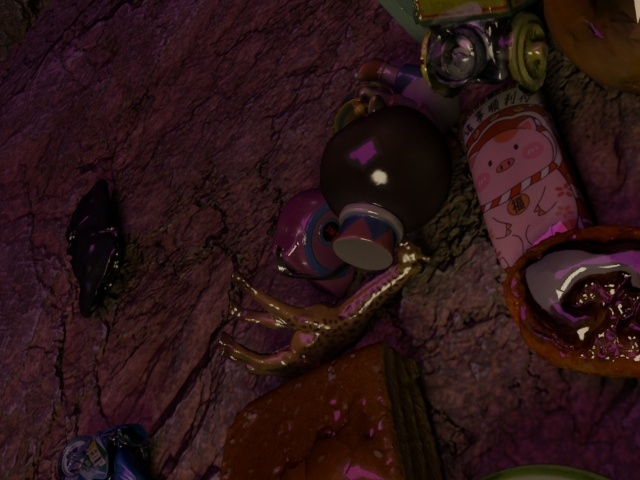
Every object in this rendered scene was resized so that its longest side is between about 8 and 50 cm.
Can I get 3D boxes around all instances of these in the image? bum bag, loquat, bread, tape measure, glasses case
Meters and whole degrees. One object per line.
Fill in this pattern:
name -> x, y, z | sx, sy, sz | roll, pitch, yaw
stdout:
bum bag -> -0.395, 0.001, 1.601 | 0.137, 0.074, 0.310 | -54, 35, 18
loquat -> 0.326, -0.246, 0.864 | 0.235, 0.235, 0.235 | -28, 45, 32
bread -> 0.289, 0.048, 0.800 | 0.269, 0.095, 0.139 | -10, 78, 28
tape measure -> 0.000, 0.000, 1.129 | 0.074, 0.118, 0.125 | 17, 72, 50
bread -> 0.002, 0.228, 0.957 | 0.234, 0.110, 0.184 | -33, 41, 28
glasses case -> 0.217, -0.066, 0.979 | 0.103, 0.067, 0.267 | -32, 43, 24

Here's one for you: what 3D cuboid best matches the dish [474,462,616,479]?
dish -> 0.189, 0.333, 0.662 | 0.324, 0.124, 0.324 | -27, 53, 41

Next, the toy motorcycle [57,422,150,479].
toy motorcycle -> -0.259, 0.323, 1.193 | 0.135, 0.092, 0.254 | -44, 46, 0

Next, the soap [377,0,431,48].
soap -> 0.132, -0.309, 1.149 | 0.114, 0.198, 0.063 | 9, 67, 50

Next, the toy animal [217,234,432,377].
toy animal -> 0.004, 0.084, 1.080 | 0.275, 0.149, 0.054 | -12, 8, 12

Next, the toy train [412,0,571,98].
toy train -> 0.198, -0.259, 1.003 | 0.134, 0.177, 0.261 | 3, 28, 39

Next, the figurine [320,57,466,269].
figurine -> 0.073, -0.090, 1.043 | 0.158, 0.161, 0.275 | -21, 27, 28
